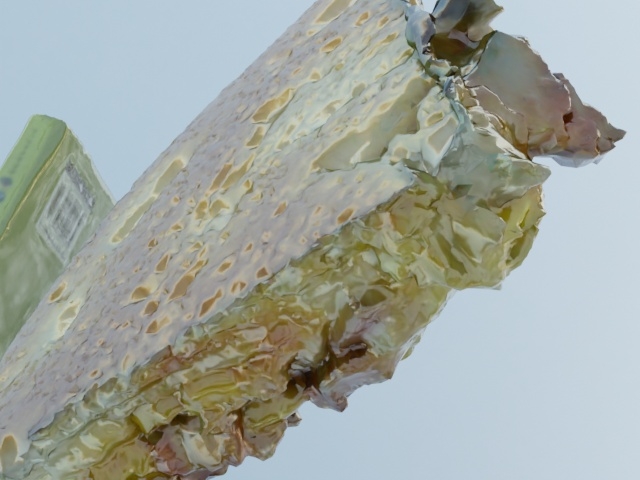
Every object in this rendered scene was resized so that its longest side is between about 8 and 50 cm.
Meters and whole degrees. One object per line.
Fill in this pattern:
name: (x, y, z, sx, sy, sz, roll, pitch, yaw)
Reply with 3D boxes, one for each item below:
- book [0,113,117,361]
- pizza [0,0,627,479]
book: (-0.203, 0.123, 0.796, 0.035, 0.239, 0.352, 17, -113, 15)
pizza: (0.000, 0.000, 0.452, 0.081, 0.229, 0.289, 46, -118, -21)
